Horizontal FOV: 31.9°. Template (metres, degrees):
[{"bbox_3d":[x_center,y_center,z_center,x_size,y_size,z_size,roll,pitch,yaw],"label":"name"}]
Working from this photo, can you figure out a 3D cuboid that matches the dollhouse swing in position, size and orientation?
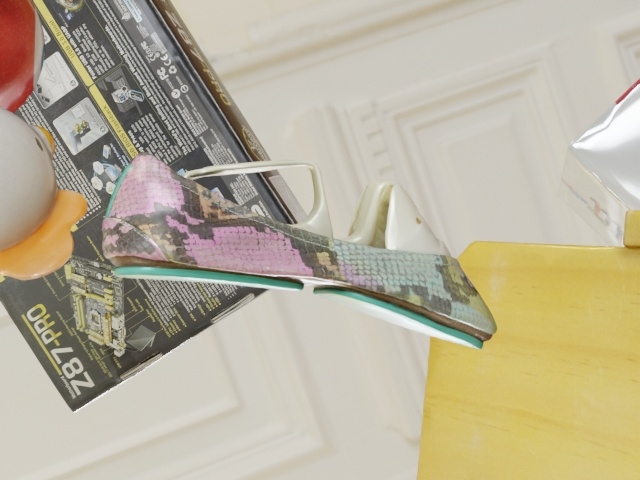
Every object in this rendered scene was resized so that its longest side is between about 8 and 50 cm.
[{"bbox_3d":[0.298,0.162,0.947,0.305,0.315,0.347,-2,82,62],"label":"dollhouse swing"}]

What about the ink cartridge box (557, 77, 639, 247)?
[{"bbox_3d":[0.314,-0.064,1.051,0.127,0.128,0.176,46,179,13],"label":"ink cartridge box"}]

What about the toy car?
[{"bbox_3d":[-0.238,-0.068,0.763,0.238,0.210,0.219,44,148,13],"label":"toy car"}]

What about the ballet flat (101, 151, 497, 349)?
[{"bbox_3d":[0.000,0.000,0.579,0.077,0.221,0.079,175,107,-70],"label":"ballet flat"}]

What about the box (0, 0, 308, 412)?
[{"bbox_3d":[-0.229,-0.067,1.170,0.395,0.318,0.097,57,-169,0],"label":"box"}]
